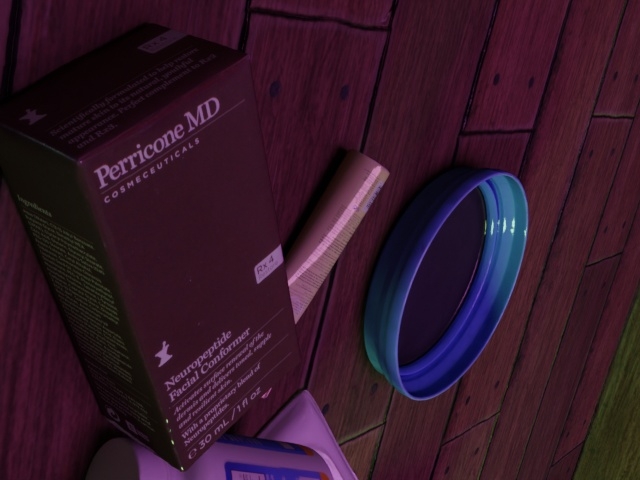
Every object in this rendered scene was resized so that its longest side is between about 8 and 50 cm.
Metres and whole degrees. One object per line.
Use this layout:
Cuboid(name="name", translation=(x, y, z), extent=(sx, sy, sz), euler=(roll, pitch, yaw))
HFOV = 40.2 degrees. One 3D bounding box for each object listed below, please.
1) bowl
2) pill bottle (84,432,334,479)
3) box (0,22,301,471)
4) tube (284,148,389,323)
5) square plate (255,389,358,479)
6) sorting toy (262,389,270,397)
Cuboid(name="bowl", translation=(0.206, 0.065, 1.411), extent=(0.391, 0.077, 0.391), euler=(-32, 135, -40))
Cuboid(name="pill bottle", translation=(-0.123, 0.295, 0.993), extent=(0.272, 0.152, 0.152), euler=(20, 94, -41))
Cuboid(name="box", translation=(-0.144, 0.015, 0.828), extent=(0.191, 0.143, 0.381), euler=(-41, 138, -33))
Cuboid(name="tube", translation=(0.000, 0.000, 1.102), extent=(0.070, 0.062, 0.240), euler=(30, 89, -13))
Cuboid(name="square plate", translation=(-0.042, 0.444, 1.193), extent=(0.347, 0.049, 0.344), euler=(-42, 114, -32))
Cuboid(name="sorting toy", translation=(-0.069, 0.166, 1.142), extent=(0.062, 0.012, 0.083), euler=(34, 82, -57))
